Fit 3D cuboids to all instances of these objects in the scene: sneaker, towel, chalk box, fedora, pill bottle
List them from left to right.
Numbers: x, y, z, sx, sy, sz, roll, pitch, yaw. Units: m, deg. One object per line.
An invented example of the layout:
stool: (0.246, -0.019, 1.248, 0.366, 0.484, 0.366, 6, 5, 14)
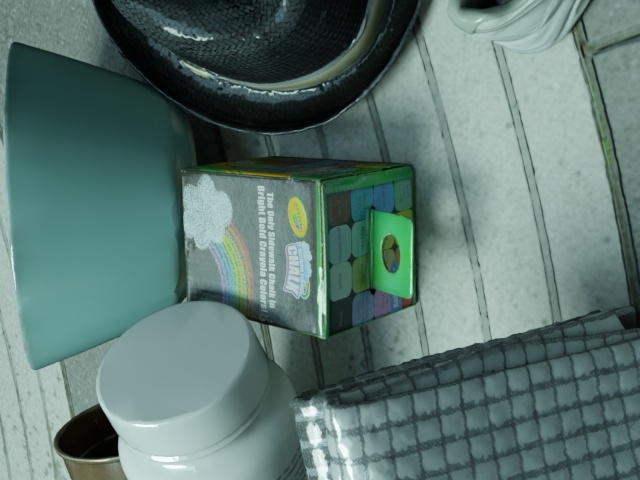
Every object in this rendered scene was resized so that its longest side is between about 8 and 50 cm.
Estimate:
fedora: (-0.085, -0.241, 0.721, 0.334, 0.152, 0.333, 3, 100, 20)
pill bottle: (-0.081, 0.199, 0.796, 0.160, 0.160, 0.283, 18, 140, 37)
chalk box: (0.000, 0.000, 0.774, 0.213, 0.132, 0.132, 9, 105, 39)
towel: (0.138, 0.181, 0.610, 0.121, 0.284, 0.234, 159, 99, -68)
sneaker: (0.162, -0.225, 0.589, 0.090, 0.115, 0.232, 41, 124, 27)

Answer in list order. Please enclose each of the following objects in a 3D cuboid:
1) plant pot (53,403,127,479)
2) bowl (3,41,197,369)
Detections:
plant pot: (-0.193, 0.273, 0.994, 0.167, 0.167, 0.165, 3, 110, 41)
bowl: (-0.207, -0.035, 0.877, 0.311, 0.163, 0.311, 178, 90, -76)
